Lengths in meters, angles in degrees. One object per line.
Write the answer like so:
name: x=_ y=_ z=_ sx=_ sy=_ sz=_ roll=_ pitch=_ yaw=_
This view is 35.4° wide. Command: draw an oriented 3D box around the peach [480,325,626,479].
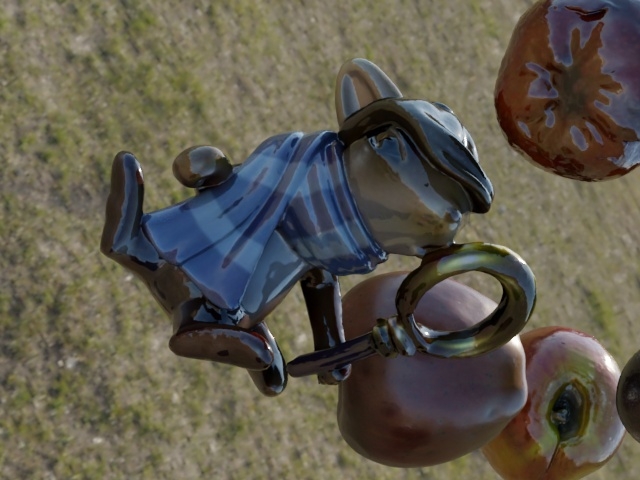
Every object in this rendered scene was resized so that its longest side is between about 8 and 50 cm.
peach: x=0.352 y=0.262 z=1.571 sx=0.238 sy=0.281 sz=0.281 roll=21 pitch=29 yaw=-1

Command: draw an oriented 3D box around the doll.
doll: x=0.000 y=0.002 z=0.911 sx=0.317 sy=0.340 sz=0.209 roll=60 pitch=-1 yaw=-20

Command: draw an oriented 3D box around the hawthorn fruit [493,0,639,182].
hawthorn fruit: x=0.236 y=-0.131 z=0.864 sx=0.179 sy=0.174 sz=0.173 roll=39 pitch=31 yaw=-57

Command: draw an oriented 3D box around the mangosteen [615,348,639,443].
mangosteen: x=0.390 y=0.168 z=1.052 sx=0.152 sy=0.152 sz=0.152 roll=47 pitch=27 yaw=-33

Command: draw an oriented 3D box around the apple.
apple: x=0.111 y=0.152 z=1.138 sx=0.234 sy=0.234 sz=0.234 roll=47 pitch=27 yaw=-33
